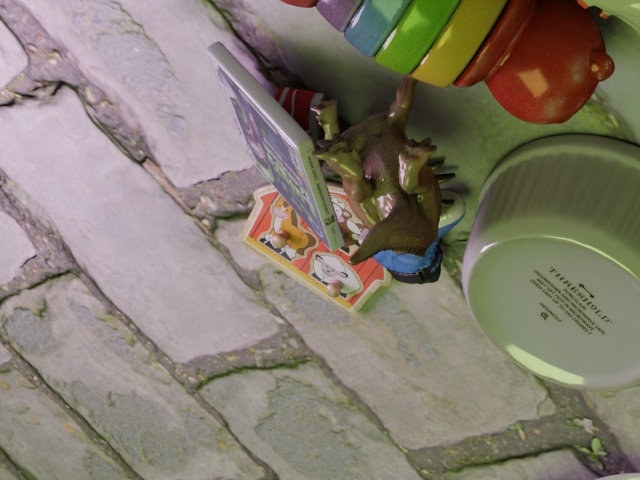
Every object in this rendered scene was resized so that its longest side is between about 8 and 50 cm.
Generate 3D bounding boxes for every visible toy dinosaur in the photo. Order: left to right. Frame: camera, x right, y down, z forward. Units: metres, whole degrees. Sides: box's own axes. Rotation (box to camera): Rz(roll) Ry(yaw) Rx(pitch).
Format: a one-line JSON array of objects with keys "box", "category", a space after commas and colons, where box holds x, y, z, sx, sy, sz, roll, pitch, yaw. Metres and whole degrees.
[{"box": [0.073, -0.050, 1.430, 0.127, 0.296, 0.200, -12, 130, 6], "category": "toy dinosaur"}]

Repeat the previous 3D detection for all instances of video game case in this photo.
[{"box": [-0.047, -0.098, 1.516, 0.190, 0.022, 0.173, 48, 166, 37], "category": "video game case"}]

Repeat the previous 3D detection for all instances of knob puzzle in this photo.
[{"box": [0.000, 0.000, 1.678, 0.213, 0.030, 0.213, 19, 139, 18], "category": "knob puzzle"}]

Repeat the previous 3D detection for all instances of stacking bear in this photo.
[{"box": [0.123, -0.209, 1.286, 0.289, 0.164, 0.175, 31, 141, -3], "category": "stacking bear"}]

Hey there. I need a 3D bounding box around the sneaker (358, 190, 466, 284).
[{"box": [0.119, 0.002, 1.576, 0.152, 0.058, 0.084, -23, 117, 43], "category": "sneaker"}]

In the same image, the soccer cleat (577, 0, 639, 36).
[{"box": [0.285, -0.210, 1.242, 0.196, 0.068, 0.076, 39, 126, -8], "category": "soccer cleat"}]

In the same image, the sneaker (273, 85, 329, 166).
[{"box": [-0.028, -0.117, 1.565, 0.067, 0.042, 0.118, 17, 131, 14], "category": "sneaker"}]

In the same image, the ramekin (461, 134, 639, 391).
[{"box": [0.266, 0.035, 1.452, 0.273, 0.127, 0.273, 20, 139, 18], "category": "ramekin"}]

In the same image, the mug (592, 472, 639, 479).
[{"box": [0.364, 0.456, 1.744, 0.374, 0.276, 0.328, 42, 161, 42], "category": "mug"}]
